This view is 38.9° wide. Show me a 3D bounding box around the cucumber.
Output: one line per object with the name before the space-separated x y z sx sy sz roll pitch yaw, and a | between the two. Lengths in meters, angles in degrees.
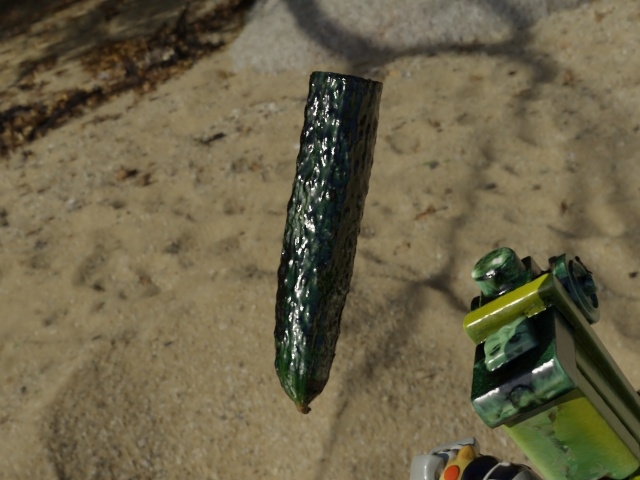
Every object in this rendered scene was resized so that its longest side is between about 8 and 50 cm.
cucumber | 0.000 0.000 0.777 0.068 0.293 0.067 10 -3 0

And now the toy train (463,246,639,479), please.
toy train | 0.302 0.194 1.051 0.160 0.397 0.253 -31 17 27

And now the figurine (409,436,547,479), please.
figurine | 0.226 0.354 1.244 0.236 0.132 0.176 3 4 45
